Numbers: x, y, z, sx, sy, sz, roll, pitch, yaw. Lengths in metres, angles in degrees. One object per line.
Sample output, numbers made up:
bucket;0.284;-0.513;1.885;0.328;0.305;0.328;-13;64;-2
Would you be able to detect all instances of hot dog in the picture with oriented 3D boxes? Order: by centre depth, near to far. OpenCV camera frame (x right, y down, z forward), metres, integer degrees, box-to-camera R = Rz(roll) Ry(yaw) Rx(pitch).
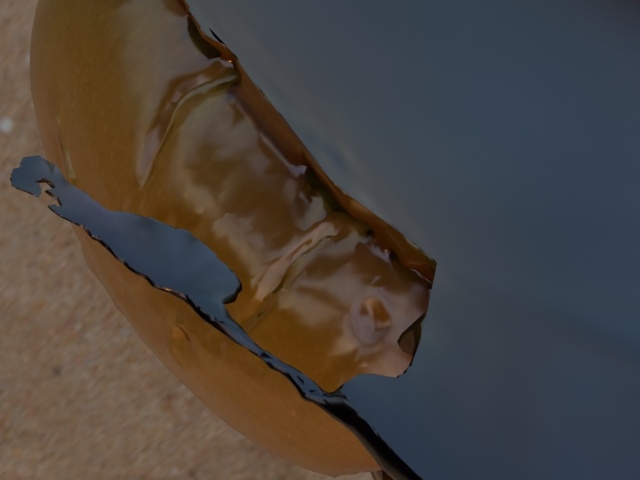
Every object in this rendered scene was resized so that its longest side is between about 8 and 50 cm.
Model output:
hot dog;0.005;-0.001;0.479;0.194;0.107;0.326;5;41;-19
